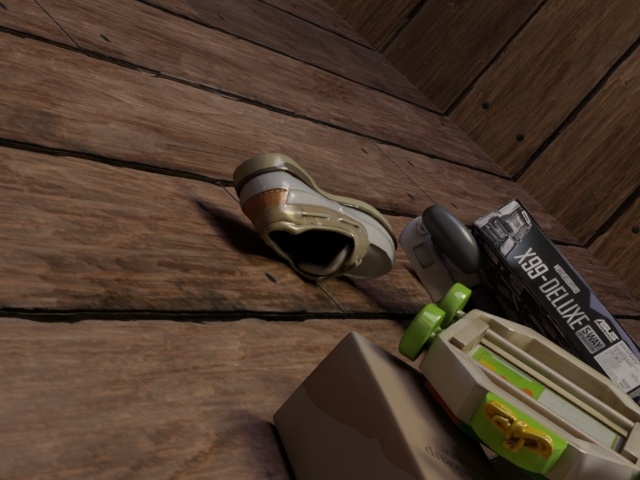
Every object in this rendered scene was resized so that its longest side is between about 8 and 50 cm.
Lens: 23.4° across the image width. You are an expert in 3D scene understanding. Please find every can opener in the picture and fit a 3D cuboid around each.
[{"bbox_3d":[0.198,0.087,1.998,0.283,0.076,0.095,60,-17,4],"label":"can opener"}]

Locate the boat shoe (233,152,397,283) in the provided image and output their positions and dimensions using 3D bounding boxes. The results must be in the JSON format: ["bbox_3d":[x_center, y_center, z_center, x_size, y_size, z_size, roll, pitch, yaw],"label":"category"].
[{"bbox_3d":[0.000,0.000,1.910,0.302,0.113,0.103,28,39,-48],"label":"boat shoe"}]

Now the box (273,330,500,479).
[{"bbox_3d":[0.078,0.230,1.331,0.148,0.121,0.311,34,15,-30],"label":"box"}]

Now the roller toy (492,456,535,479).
[{"bbox_3d":[0.222,0.297,1.460,0.191,0.146,0.209,35,6,20],"label":"roller toy"}]

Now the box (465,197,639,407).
[{"bbox_3d":[0.302,0.132,2.027,0.307,0.076,0.242,53,-19,25],"label":"box"}]

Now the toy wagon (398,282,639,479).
[{"bbox_3d":[0.196,0.152,1.424,0.267,0.068,0.344,33,16,11],"label":"toy wagon"}]
